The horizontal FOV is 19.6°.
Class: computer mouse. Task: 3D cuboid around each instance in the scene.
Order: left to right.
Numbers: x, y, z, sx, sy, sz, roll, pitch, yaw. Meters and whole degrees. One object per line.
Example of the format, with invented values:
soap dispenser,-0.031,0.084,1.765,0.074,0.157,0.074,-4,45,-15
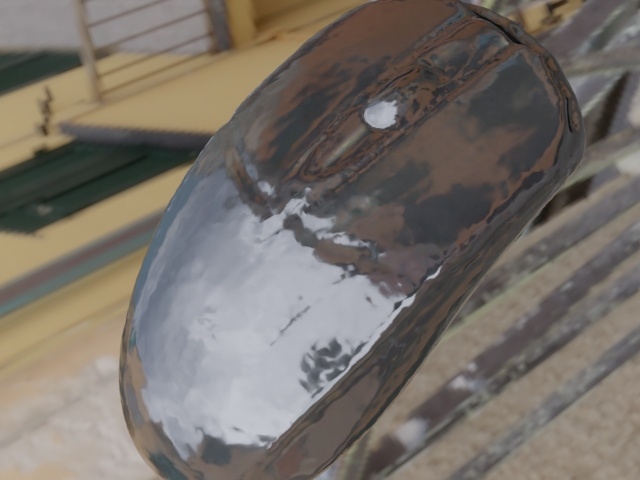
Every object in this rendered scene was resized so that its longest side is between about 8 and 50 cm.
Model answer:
computer mouse,0.000,0.000,0.833,0.137,0.086,0.269,38,92,26
